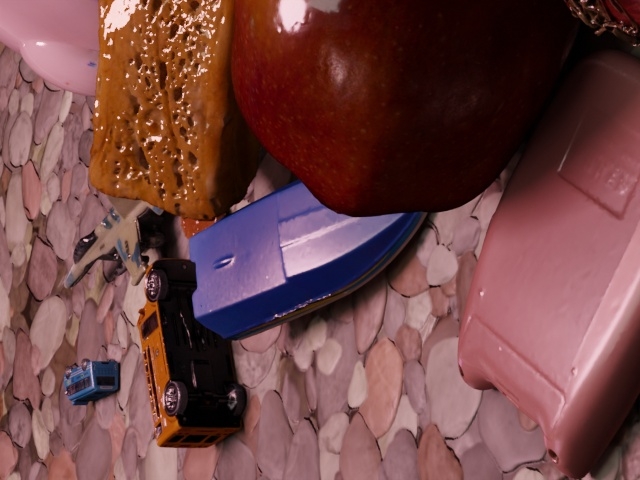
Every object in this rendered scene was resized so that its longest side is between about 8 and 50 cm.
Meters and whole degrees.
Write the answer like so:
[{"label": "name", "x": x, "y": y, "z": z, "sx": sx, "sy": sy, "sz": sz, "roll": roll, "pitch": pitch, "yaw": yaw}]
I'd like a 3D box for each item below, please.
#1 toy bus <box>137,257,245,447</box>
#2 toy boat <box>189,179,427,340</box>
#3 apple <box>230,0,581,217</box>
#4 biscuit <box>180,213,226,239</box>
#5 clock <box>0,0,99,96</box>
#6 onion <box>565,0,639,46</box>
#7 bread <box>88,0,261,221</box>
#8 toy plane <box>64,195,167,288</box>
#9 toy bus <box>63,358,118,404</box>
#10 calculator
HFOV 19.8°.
[{"label": "toy bus", "x": -0.144, "y": 0.119, "z": 1.935, "sx": 0.088, "sy": 0.083, "sz": 0.195, "roll": -42, "pitch": 51, "yaw": 48}, {"label": "toy boat", "x": 0.000, "y": 0.000, "z": 1.739, "sx": 0.295, "sy": 0.088, "sz": 0.129, "roll": -25, "pitch": 63, "yaw": 42}, {"label": "apple", "x": 0.067, "y": -0.181, "z": 1.480, "sx": 0.288, "sy": 0.288, "sz": 0.317, "roll": -116, "pitch": 31, "yaw": -41}, {"label": "biscuit", "x": -0.126, "y": -0.061, "z": 1.999, "sx": 0.102, "sy": 0.019, "sz": 0.130, "roll": -13, "pitch": 74, "yaw": 57}, {"label": "clock", "x": -0.252, "y": -0.347, "z": 1.912, "sx": 0.250, "sy": 0.376, "sz": 0.368, "roll": -11, "pitch": 67, "yaw": 54}, {"label": "onion", "x": 0.256, "y": -0.234, "z": 1.254, "sx": 0.281, "sy": 0.221, "sz": 0.281, "roll": -44, "pitch": 23, "yaw": 23}, {"label": "bread", "x": -0.135, "y": -0.208, "z": 1.772, "sx": 0.185, "sy": 0.109, "sz": 0.380, "roll": 20, "pitch": 122, "yaw": 18}, {"label": "toy plane", "x": -0.230, "y": -0.011, "z": 2.108, "sx": 0.262, "sy": 0.088, "sz": 0.192, "roll": 124, "pitch": 146, "yaw": -51}, {"label": "toy bus", "x": -0.272, "y": 0.167, "z": 2.173, "sx": 0.083, "sy": 0.038, "sz": 0.046, "roll": -26, "pitch": 66, "yaw": 54}, {"label": "calculator", "x": 0.205, "y": 0.005, "z": 1.438, "sx": 0.220, "sy": 0.048, "sz": 0.330, "roll": 43, "pitch": 117, "yaw": 54}]
